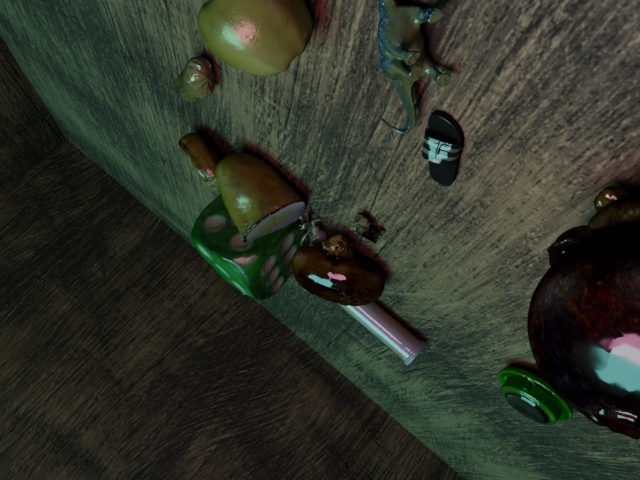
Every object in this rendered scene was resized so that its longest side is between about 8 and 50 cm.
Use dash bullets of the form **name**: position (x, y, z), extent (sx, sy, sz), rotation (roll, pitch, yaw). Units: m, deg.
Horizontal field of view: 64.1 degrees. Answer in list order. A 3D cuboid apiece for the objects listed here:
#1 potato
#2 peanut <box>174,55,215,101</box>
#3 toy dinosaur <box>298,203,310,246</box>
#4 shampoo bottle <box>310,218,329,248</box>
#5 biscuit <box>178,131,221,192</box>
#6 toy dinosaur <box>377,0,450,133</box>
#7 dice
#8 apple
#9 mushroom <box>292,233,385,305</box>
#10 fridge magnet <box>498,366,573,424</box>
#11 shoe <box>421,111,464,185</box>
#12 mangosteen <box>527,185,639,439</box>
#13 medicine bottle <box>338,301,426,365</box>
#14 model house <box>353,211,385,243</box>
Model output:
- **potato**: position (-0.205, -0.151, 1.543), extent (0.266, 0.229, 0.229), rotation (56, 162, 10)
- **peanut**: position (-0.335, -0.419, 1.352), extent (0.099, 0.099, 0.214), rotation (51, 156, -23)
- **toy dinosaur**: position (-0.050, -0.034, 1.626), extent (0.108, 0.032, 0.220), rotation (-100, 11, -50)
- **shampoo bottle**: position (0.000, 0.000, 1.643), extent (0.056, 0.056, 0.195), rotation (27, 155, 36)
- **biscuit**: position (-0.384, -0.264, 1.711), extent (0.213, 0.091, 0.274), rotation (58, 175, -6)
- **toy dinosaur**: position (0.129, -0.293, 0.791), extent (0.147, 0.076, 0.363), rotation (50, 169, 44)
- **dice**: position (-0.239, 0.008, 1.761), extent (0.300, 0.287, 0.297), rotation (33, 158, 24)
- **apple**: position (-0.113, -0.383, 0.889), extent (0.200, 0.200, 0.200), rotation (36, 159, 16)
- **mushroom**: position (0.051, 0.105, 1.567), extent (0.297, 0.163, 0.278), rotation (13, 149, 16)
- **fridge magnet**: position (0.581, 0.426, 1.398), extent (0.208, 0.088, 0.208), rotation (36, 159, 16)
- **shoe**: position (0.219, -0.153, 0.940), extent (0.071, 0.049, 0.179), rotation (30, 157, 27)
- **mangosteen**: position (0.437, 0.103, 0.661), extent (0.330, 0.330, 0.330), rotation (36, 159, 16)
- **medicine bottle**: position (0.170, 0.254, 1.791), extent (0.426, 0.108, 0.108), rotation (40, 160, 10)
- **model house**: position (0.123, -0.035, 1.365), extent (0.083, 0.057, 0.058), rotation (27, -170, -15)
